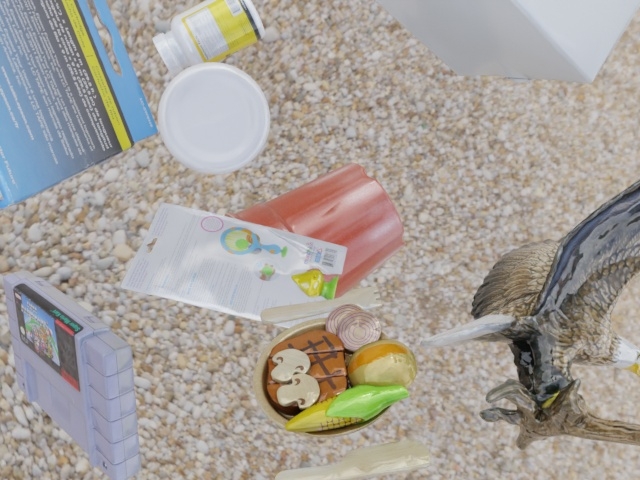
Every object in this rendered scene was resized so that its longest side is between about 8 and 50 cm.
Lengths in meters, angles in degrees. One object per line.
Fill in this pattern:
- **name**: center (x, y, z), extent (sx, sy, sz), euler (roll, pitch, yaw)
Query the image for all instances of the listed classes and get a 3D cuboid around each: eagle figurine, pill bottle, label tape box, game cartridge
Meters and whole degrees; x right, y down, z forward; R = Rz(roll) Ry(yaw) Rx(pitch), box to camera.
- **eagle figurine**: center (0.255, 0.057, 0.671), extent (0.225, 0.226, 0.298), euler (50, 55, -46)
- **pill bottle**: center (-0.160, -0.183, 1.033), extent (0.153, 0.264, 0.153), euler (-1, 99, -8)
- **label tape box**: center (-0.286, -0.167, 0.607), extent (0.106, 0.333, 0.240), euler (-16, 105, 10)
- **game cartridge**: center (-0.405, 0.200, 1.074), extent (0.068, 0.355, 0.230), euler (-22, 121, -40)
- **pill bottle**: center (-0.200, -0.370, 1.209), extent (0.184, 0.103, 0.103), euler (-28, 101, -1)

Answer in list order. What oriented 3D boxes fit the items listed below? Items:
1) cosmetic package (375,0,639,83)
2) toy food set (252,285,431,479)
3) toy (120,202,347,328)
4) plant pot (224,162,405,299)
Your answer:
- **cosmetic package**: center (0.111, -0.315, 0.631), extent (0.385, 0.217, 0.156), euler (30, 90, -32)
- **toy food set**: center (0.009, 0.100, 0.547), extent (0.132, 0.192, 0.038), euler (-10, 129, -3)
- **toy**: center (-0.096, 0.043, 0.806), extent (0.237, 0.056, 0.137), euler (11, 48, 3)
- **plant pot**: center (0.000, 0.000, 1.300), extent (0.265, 0.272, 0.272), euler (-31, 101, -14)
